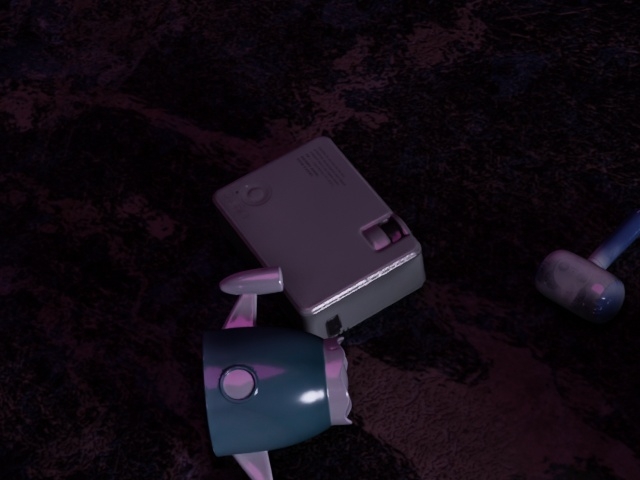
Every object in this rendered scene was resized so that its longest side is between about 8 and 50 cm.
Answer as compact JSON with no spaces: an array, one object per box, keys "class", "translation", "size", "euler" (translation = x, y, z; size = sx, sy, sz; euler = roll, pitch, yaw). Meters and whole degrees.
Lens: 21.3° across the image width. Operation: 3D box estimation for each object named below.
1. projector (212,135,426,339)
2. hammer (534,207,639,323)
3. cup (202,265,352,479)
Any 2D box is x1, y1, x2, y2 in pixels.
[{"class":"projector","translation":[0.000,0.000,2.260],"size":[0.192,0.099,0.256],"euler":[-30,53,-13]},{"class":"hammer","translation":[0.373,0.021,2.206],"size":[0.116,0.069,0.194],"euler":[30,58,29]},{"class":"cup","translation":[-0.051,0.180,2.091],"size":[0.173,0.167,0.299],"euler":[-6,80,1]}]
